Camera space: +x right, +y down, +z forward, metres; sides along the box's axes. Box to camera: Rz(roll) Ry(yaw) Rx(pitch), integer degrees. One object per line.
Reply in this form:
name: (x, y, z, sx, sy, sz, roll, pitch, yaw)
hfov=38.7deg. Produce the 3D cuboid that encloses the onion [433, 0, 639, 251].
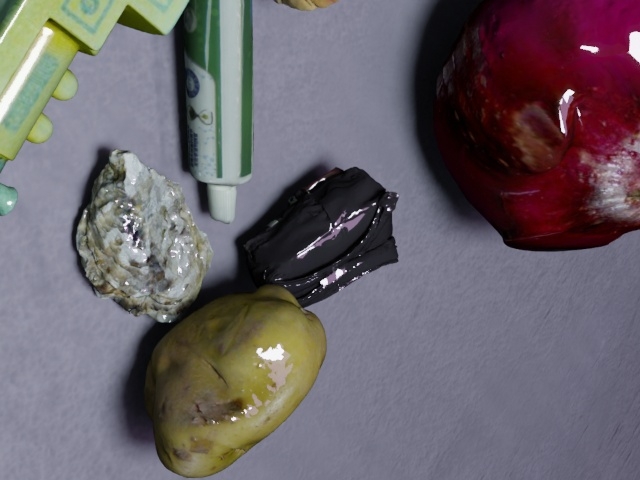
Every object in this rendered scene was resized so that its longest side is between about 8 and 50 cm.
onion: (0.303, -0.215, 1.069, 0.398, 0.398, 0.420, 18, 51, -46)

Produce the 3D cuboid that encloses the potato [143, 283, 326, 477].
potato: (-0.086, 0.133, 0.888, 0.200, 0.154, 0.137, -47, 134, 2)

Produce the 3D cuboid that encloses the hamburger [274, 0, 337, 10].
hamburger: (0.019, -0.387, 0.795, 0.209, 0.162, 0.330, 37, 84, -47)

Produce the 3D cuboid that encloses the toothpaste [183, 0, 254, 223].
toothpaste: (-0.092, -0.197, 0.820, 0.061, 0.099, 0.392, -15, 119, -32)

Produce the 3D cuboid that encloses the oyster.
oyster: (-0.162, 0.003, 0.846, 0.125, 0.064, 0.177, -59, 137, -15)

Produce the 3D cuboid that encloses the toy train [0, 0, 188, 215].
toy train: (-0.243, -0.152, 0.655, 0.237, 0.150, 0.369, 36, 82, -51)

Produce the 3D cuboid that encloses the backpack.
backpack: (-0.002, -0.001, 0.967, 0.165, 0.106, 0.120, -27, 147, -15)
